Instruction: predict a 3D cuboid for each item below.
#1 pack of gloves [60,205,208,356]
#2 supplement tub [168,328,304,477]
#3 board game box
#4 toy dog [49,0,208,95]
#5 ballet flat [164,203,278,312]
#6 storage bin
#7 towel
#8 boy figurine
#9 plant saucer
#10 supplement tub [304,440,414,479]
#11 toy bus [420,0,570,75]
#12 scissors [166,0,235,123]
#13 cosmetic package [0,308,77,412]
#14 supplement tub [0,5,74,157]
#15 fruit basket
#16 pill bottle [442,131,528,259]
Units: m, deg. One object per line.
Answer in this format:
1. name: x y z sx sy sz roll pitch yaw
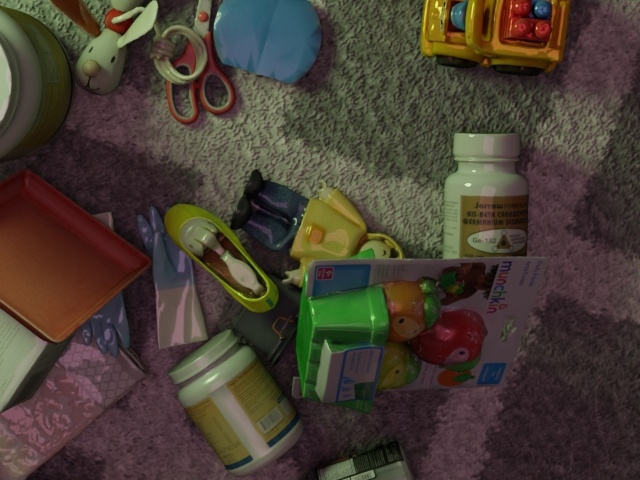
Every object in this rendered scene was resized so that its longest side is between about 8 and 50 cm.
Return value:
1. pack of gloves: -0.293 0.063 1.821 0.195 0.046 0.232 -11 88 -11
2. supplement tub: -0.134 0.256 1.820 0.144 0.144 0.199 -34 96 4
3. board game box: -0.084 -0.324 1.805 0.169 0.033 0.133 15 90 -10
4. toy dog: -0.294 -0.389 1.727 0.220 0.161 0.333 -1 95 6
5. ballet flat: -0.153 0.020 1.774 0.231 0.077 0.077 43 85 10
6. storage bin: -0.073 0.119 1.835 0.091 0.098 0.135 33 96 7
7. towel: -0.493 0.189 1.860 0.317 0.053 0.332 -39 95 5
8. boy figurine: 0.000 0.000 1.810 0.285 0.092 0.177 26 78 0
9. plant saucer: -0.423 0.028 1.721 0.259 0.258 0.047 37 126 5
10. supplement tub: 0.057 0.405 1.853 0.190 0.117 0.117 -20 97 3
11. toy bus: 0.266 -0.326 1.718 0.220 0.211 0.149 6 98 1
12. scissors: -0.196 -0.333 1.810 0.109 0.021 0.297 -4 98 2
13. cosmetic package: -0.495 0.142 1.748 0.184 0.151 0.151 35 93 2
14. supplement tub: -0.503 -0.227 1.668 0.241 0.331 0.241 0 97 0
15. fruit basket: 0.142 0.145 1.739 0.353 0.165 0.327 3 137 -6
16. pill bottle: 0.256 -0.052 1.789 0.131 0.131 0.229 0 97 0
